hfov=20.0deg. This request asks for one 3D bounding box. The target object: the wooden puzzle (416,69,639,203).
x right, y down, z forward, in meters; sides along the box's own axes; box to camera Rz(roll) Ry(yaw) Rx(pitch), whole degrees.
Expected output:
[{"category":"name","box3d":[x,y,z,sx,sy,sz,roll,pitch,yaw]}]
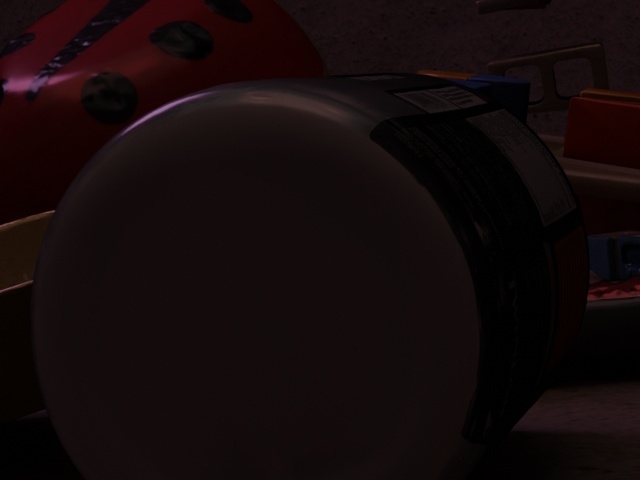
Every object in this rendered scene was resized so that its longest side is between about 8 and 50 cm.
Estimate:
[{"category":"wooden puzzle","box3d":[0.165,-0.080,1.342,0.347,0.081,0.322,3,8,12]}]

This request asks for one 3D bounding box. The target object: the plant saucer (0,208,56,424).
[{"category":"plant saucer","box3d":[-0.257,0.068,1.070,0.332,0.081,0.333,-18,9,-19]}]

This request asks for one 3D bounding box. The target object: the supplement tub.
[{"category":"supplement tub","box3d":[0.017,0.022,0.882,0.207,0.207,0.338,-3,4,16]}]

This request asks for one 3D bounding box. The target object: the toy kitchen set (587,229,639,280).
[{"category":"toy kitchen set","box3d":[0.303,-0.043,1.638,0.122,0.166,0.207,-7,5,-34]}]

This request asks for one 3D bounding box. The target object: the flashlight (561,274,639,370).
[{"category":"flashlight","box3d":[0.213,0.034,1.185,0.304,0.103,0.103,-4,6,-1]}]

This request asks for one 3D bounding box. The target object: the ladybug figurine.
[{"category":"ladybug figurine","box3d":[-0.152,-0.108,1.485,0.305,0.162,0.449,-3,27,18]}]

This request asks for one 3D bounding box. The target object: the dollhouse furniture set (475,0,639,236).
[{"category":"dollhouse furniture set","box3d":[0.256,-0.161,1.884,0.152,0.374,0.201,-8,6,9]}]
